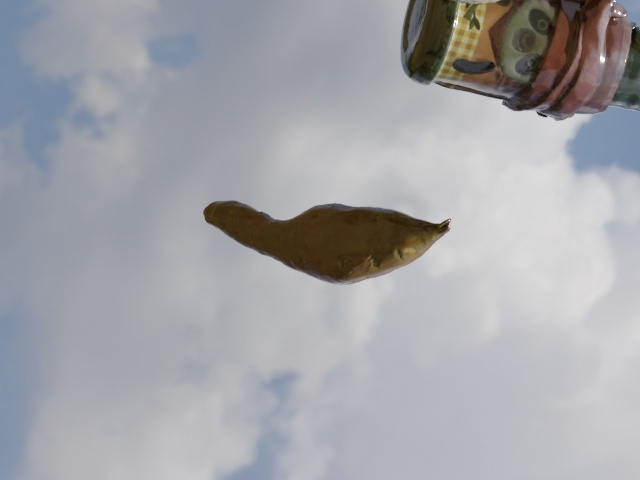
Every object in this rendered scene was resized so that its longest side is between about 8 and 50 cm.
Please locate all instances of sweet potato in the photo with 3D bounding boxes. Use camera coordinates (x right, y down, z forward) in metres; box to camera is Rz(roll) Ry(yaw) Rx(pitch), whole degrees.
[{"bbox_3d":[-0.002,0.002,1.350,0.269,0.075,0.074,6,-105,34],"label":"sweet potato"}]

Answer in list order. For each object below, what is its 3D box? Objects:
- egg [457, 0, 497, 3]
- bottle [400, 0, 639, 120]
[{"bbox_3d":[0.118,-0.245,1.165,0.140,0.116,0.118,36,-70,14],"label":"egg"},{"bbox_3d":[0.226,-0.204,1.507,0.156,0.271,0.143,116,-18,-52],"label":"bottle"}]
